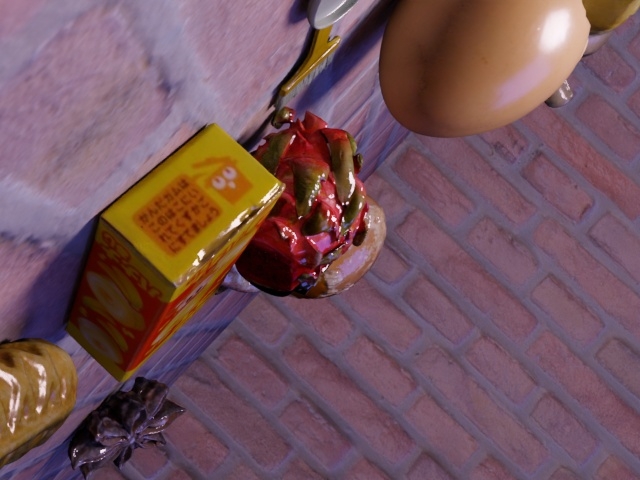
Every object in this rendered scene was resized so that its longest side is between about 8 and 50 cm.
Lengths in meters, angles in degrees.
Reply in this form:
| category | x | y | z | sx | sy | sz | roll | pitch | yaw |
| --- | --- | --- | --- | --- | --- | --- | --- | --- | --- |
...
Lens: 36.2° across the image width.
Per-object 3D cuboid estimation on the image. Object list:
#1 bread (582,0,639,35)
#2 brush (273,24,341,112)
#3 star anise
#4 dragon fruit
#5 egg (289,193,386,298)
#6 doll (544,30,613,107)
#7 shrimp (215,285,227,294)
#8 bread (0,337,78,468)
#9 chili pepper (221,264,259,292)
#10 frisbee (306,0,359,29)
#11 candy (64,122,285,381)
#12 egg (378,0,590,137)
| category | x | y | z | sx | sy | sz | roll | pitch | yaw |
| --- | --- | --- | --- | --- | --- | --- | --- | --- | --- |
| bread | 0.361 | -0.405 | 1.146 | 0.341 | 0.210 | 0.300 | -48 | 177 | -10 |
| brush | -0.001 | -0.184 | 0.899 | 0.083 | 0.011 | 0.205 | -45 | 176 | -18 |
| star anise | -0.384 | 0.354 | 1.898 | 0.236 | 0.109 | 0.223 | -32 | 151 | -14 |
| dragon fruit | -0.027 | -0.043 | 1.010 | 0.166 | 0.160 | 0.172 | -19 | -145 | 55 |
| egg | 0.000 | 0.000 | 1.638 | 0.233 | 0.195 | 0.195 | -16 | -177 | 9 |
| doll | 0.391 | -0.441 | 1.754 | 0.382 | 0.252 | 0.379 | -45 | -149 | 48 |
| shrimp | -0.129 | 0.020 | 1.436 | 0.145 | 0.059 | 0.254 | -50 | 177 | 18 |
| bread | -0.257 | 0.133 | 0.737 | 0.087 | 0.098 | 0.269 | -5 | -178 | 6 |
| chili pepper | -0.124 | 0.040 | 1.346 | 0.050 | 0.041 | 0.153 | -51 | 145 | 9 |
| frisbee | 0.027 | -0.214 | 0.775 | 0.110 | 0.014 | 0.110 | -47 | 174 | -7 |
| candy | -0.142 | 0.022 | 0.897 | 0.146 | 0.088 | 0.276 | -47 | 177 | -30 |
| egg | 0.171 | -0.218 | 1.082 | 0.244 | 0.201 | 0.201 | -43 | 177 | -6 |
